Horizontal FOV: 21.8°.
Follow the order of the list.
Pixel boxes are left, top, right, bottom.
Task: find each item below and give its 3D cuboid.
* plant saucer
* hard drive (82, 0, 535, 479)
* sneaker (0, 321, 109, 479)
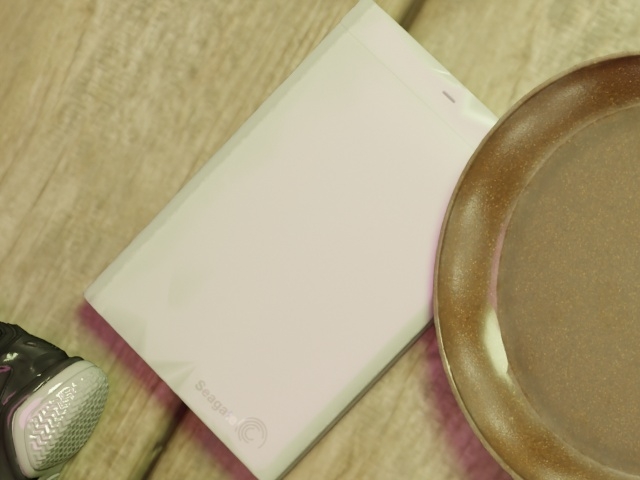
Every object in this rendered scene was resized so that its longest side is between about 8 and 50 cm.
[{"bbox_3d":[0.214,0.032,1.088,0.310,0.050,0.311,-4,83,38],"label":"plant saucer"},{"bbox_3d":[0.000,0.000,1.221,0.203,0.040,0.307,45,94,11],"label":"hard drive"},{"bbox_3d":[-0.290,0.164,1.236,0.153,0.101,0.268,39,87,12],"label":"sneaker"}]
